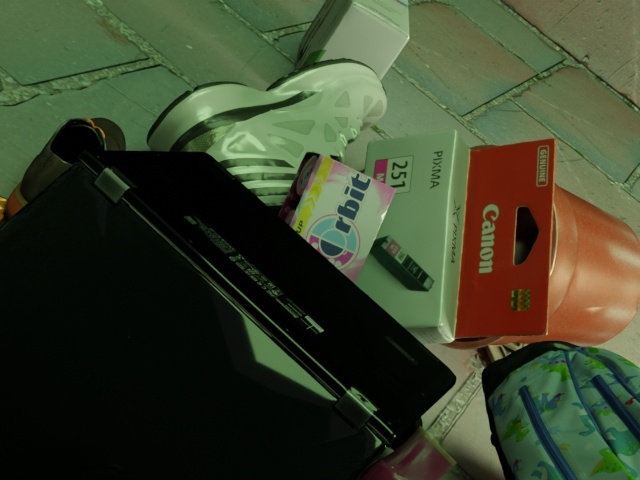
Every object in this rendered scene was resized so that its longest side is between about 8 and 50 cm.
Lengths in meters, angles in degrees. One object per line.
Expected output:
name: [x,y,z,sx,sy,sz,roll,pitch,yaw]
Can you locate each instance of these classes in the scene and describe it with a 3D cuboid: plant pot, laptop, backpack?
plant pot: [0.292,0.032,1.542,0.265,0.272,0.272,15,34,-41]
laptop: [-0.125,0.121,1.055,0.382,0.236,0.408,42,16,11]
backpack: [0.315,0.268,1.146,0.290,0.273,0.355,53,22,-8]

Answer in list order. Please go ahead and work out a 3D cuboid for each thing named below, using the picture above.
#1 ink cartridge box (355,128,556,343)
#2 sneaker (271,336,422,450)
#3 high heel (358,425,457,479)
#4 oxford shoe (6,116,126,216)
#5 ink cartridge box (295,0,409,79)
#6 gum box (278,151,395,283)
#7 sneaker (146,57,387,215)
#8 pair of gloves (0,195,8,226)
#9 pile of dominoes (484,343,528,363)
ink cartridge box: [0.162,-0.009,1.379,0.060,0.239,0.275,42,48,-51]
sneaker: [0.003,0.172,1.170,0.276,0.097,0.135,11,34,-40]
high heel: [0.137,0.312,1.171,0.244,0.117,0.082,48,-4,-22]
oxford shoe: [-0.266,-0.097,1.283,0.097,0.098,0.271,30,24,-9]
ink cartridge box: [0.053,-0.348,1.925,0.117,0.201,0.278,29,28,-13]
gum box: [0.000,0.000,1.357,0.107,0.188,0.062,24,-2,-19]
sneaker: [-0.012,-0.098,1.553,0.448,0.169,0.257,-20,68,-49]
pair of gloves: [-0.328,-0.017,1.190,0.083,0.010,0.074,31,28,-10]
pile of dominoes: [0.339,0.193,1.606,0.251,0.040,0.196,28,28,3]
